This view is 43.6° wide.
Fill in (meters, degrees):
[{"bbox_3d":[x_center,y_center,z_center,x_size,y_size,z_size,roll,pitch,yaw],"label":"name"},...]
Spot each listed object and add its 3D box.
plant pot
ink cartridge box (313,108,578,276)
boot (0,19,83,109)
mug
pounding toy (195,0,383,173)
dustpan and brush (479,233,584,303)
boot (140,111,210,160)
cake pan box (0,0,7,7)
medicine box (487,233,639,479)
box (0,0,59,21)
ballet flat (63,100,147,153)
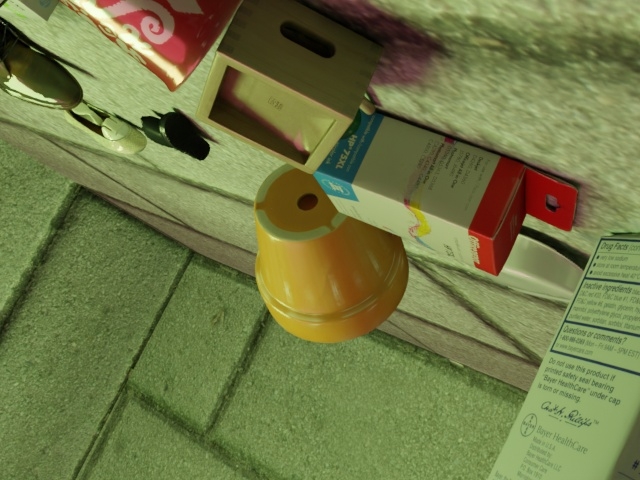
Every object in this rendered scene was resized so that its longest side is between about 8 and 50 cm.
[{"bbox_3d":[0.000,0.000,1.033,0.205,0.205,0.188,22,155,27],"label":"plant pot"},{"bbox_3d":[0.119,-0.039,0.767,0.231,0.078,0.134,23,171,20],"label":"ink cartridge box"},{"bbox_3d":[-0.447,-0.259,1.138,0.219,0.082,0.106,29,174,-2],"label":"boot"},{"bbox_3d":[-0.144,-0.193,0.545,0.169,0.113,0.150,33,168,-20],"label":"mug"},{"bbox_3d":[-0.012,-0.127,0.649,0.141,0.100,0.130,25,157,-8],"label":"pounding toy"},{"bbox_3d":[0.211,0.009,0.896,0.211,0.060,0.147,24,173,-34],"label":"dustpan and brush"},{"bbox_3d":[-0.228,-0.164,1.188,0.099,0.045,0.121,26,173,29],"label":"boot"},{"bbox_3d":[-0.221,-0.223,0.373,0.267,0.070,0.246,44,150,-27],"label":"cake pan box"},{"bbox_3d":[0.333,0.179,0.712,0.263,0.289,0.149,29,173,-16],"label":"medicine box"},{"bbox_3d":[-0.390,-0.301,0.868,0.186,0.038,0.145,18,168,38],"label":"box"},{"bbox_3d":[-0.380,-0.200,1.389,0.168,0.057,0.052,25,161,11],"label":"ballet flat"}]
